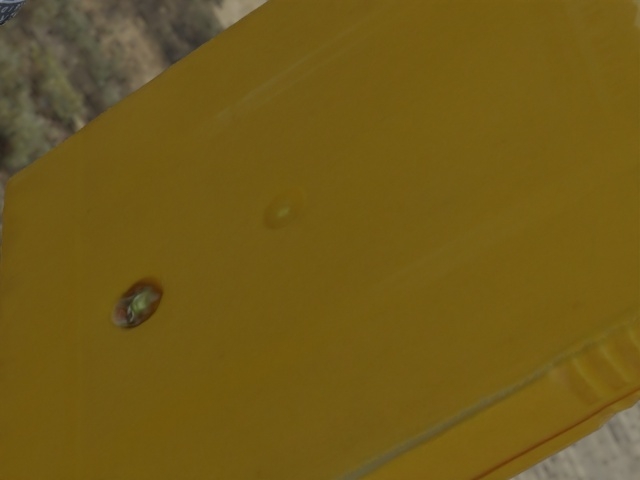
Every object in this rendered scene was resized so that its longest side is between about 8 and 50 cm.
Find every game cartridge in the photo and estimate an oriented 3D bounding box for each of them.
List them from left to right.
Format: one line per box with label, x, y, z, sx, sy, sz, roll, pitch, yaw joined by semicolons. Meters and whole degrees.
game cartridge;0.000;0.000;0.651;0.052;0.323;0.285;45;25;-37

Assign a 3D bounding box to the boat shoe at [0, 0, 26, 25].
boat shoe;-0.142;-0.144;0.392;0.228;0.076;0.080;64;25;1
